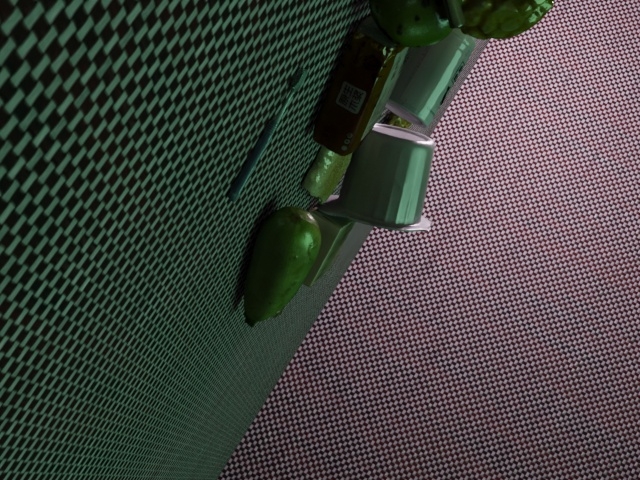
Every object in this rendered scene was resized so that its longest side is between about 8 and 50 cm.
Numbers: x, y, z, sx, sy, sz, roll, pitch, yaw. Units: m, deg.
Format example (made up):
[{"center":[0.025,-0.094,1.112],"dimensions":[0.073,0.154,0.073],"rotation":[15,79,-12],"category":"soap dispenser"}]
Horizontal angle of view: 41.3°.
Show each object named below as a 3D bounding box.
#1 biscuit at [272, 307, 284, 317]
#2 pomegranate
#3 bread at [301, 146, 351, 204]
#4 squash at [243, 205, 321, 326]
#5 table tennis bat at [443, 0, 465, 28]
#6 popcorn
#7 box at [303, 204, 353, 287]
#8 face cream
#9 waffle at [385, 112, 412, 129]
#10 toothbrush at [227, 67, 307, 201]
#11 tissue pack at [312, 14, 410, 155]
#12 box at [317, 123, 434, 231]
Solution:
[{"center":[-0.093,0.094,1.898],"dimensions":[0.082,0.070,0.168],"rotation":[-64,179,-67],"category":"biscuit"},{"center":[0.131,-0.388,1.298],"dimensions":[0.220,0.156,0.156],"rotation":[31,89,-51],"category":"pomegranate"},{"center":[0.028,-0.165,1.790],"dimensions":[0.182,0.039,0.251],"rotation":[-59,172,1],"category":"bread"},{"center":[-0.083,0.062,1.648],"dimensions":[0.118,0.118,0.370],"rotation":[-54,172,-37],"category":"squash"},{"center":[0.165,-0.420,1.206],"dimensions":[0.138,0.022,0.246],"rotation":[-46,127,-34],"category":"table tennis bat"},{"center":[0.347,-0.524,1.656],"dimensions":[0.282,0.282,0.247],"rotation":[-60,-175,2],"category":"popcorn"},{"center":[0.000,0.000,2.031],"dimensions":[0.168,0.095,0.212],"rotation":[-60,173,16],"category":"box"},{"center":[0.273,-0.445,1.898],"dimensions":[0.370,0.145,0.145],"rotation":[-59,173,3],"category":"face cream"},{"center":[0.205,-0.309,2.334],"dimensions":[0.204,0.054,0.223],"rotation":[-60,171,4],"category":"waffle"},{"center":[-0.076,-0.153,1.230],"dimensions":[0.219,0.016,0.019],"rotation":[-60,171,4],"category":"toothbrush"},{"center":[0.080,-0.278,1.490],"dimensions":[0.183,0.092,0.226],"rotation":[-49,168,-54],"category":"tissue pack"},{"center":[0.135,-0.158,1.975],"dimensions":[0.291,0.262,0.206],"rotation":[3,109,-32],"category":"box"}]
